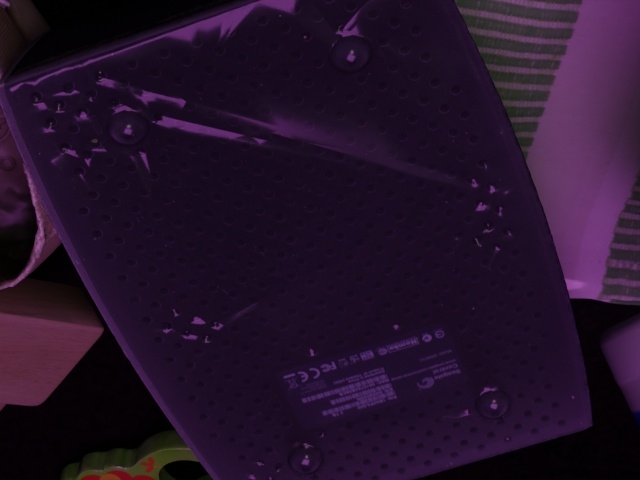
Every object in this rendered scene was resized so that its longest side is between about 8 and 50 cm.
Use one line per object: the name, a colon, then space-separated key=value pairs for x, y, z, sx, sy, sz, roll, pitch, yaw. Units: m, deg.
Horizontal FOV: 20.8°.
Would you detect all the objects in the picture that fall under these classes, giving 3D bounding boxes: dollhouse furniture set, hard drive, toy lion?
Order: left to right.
dollhouse furniture set: x=-0.207 y=0.035 z=0.724 sx=0.144 sy=0.123 sz=0.151 roll=12 pitch=127 yaw=-49
toy lion: x=-0.080 y=0.127 z=0.856 sx=0.096 sy=0.034 sz=0.100 roll=23 pitch=126 yaw=-14
hard drive: x=0.000 y=0.000 z=0.677 sx=0.172 sy=0.054 sz=0.254 roll=-18 pitch=131 yaw=9

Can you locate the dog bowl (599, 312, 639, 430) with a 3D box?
dog bowl: x=0.237 y=0.025 z=0.594 sx=0.265 sy=0.104 sz=0.265 roll=-24 pitch=173 yaw=-3

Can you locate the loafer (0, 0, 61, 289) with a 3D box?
loafer: x=-0.160 y=-0.082 z=0.615 sx=0.102 sy=0.092 sz=0.268 roll=-27 pitch=130 yaw=16

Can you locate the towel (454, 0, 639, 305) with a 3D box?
towel: x=0.133 y=-0.061 z=0.697 sx=0.325 sy=0.038 sz=0.248 roll=5 pitch=131 yaw=-9
